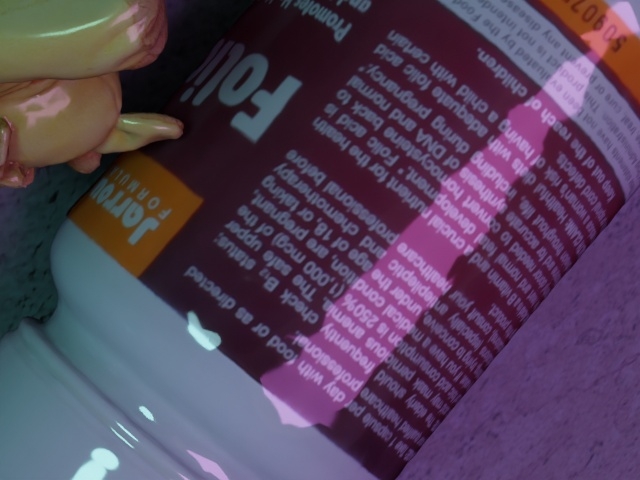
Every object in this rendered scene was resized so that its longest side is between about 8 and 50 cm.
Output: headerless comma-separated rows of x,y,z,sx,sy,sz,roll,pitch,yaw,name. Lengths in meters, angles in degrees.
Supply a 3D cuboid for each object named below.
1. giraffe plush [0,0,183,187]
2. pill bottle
-0.136,-0.097,0.763,0.210,0.181,0.170,-57,162,-11,giraffe plush
0.000,0.000,0.892,0.392,0.224,0.224,-49,139,-4,pill bottle
